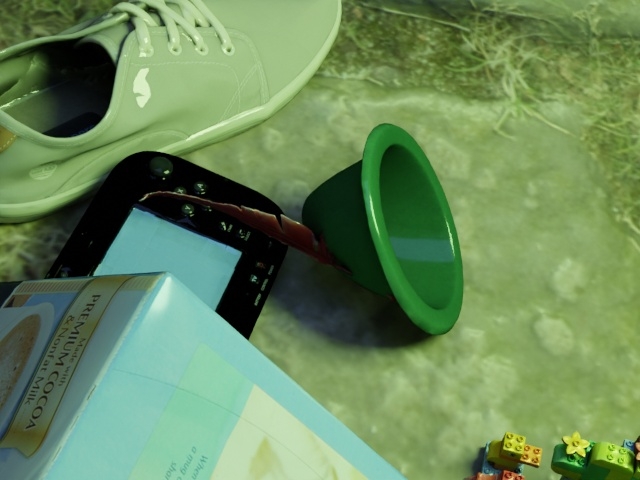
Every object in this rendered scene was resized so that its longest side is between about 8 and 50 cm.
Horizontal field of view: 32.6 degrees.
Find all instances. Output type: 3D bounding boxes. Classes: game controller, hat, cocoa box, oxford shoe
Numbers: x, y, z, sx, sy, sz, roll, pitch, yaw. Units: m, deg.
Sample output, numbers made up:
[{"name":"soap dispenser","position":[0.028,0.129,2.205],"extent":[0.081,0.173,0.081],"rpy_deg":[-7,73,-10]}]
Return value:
[{"name":"game controller","position":[-0.140,0.062,0.871],"extent":[0.166,0.067,0.319],"rpy_deg":[18,52,6]},{"name":"hat","position":[0.000,0.000,0.942],"extent":[0.183,0.209,0.173],"rpy_deg":[-16,18,26]},{"name":"cocoa box","position":[-0.144,0.219,0.552],"extent":[0.228,0.231,0.347],"rpy_deg":[-6,49,47]},{"name":"oxford shoe","position":[-0.145,-0.170,1.018],"extent":[0.449,0.130,0.169],"rpy_deg":[-33,61,-31]}]

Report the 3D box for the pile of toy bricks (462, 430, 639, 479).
[{"name":"pile of toy bricks","position":[0.213,0.179,0.803],"extent":[0.212,0.105,0.118],"rpy_deg":[16,51,4]}]
